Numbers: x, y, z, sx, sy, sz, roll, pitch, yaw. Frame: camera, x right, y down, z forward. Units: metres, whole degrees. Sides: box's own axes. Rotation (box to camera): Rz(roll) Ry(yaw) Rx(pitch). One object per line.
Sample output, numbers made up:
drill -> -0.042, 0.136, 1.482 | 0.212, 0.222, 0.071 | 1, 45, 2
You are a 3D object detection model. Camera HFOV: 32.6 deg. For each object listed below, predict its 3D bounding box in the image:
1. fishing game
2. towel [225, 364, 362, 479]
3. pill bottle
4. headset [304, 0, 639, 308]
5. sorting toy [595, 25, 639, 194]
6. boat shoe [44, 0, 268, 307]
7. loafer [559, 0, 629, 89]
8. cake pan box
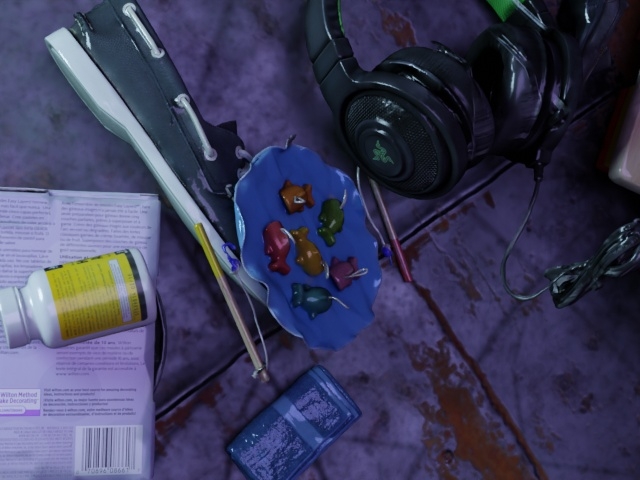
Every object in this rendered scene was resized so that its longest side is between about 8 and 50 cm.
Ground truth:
fishing game -> 0.000, 0.000, 0.941 | 0.264, 0.041, 0.189 | -22, 93, -53
towel -> -0.024, 0.174, 0.997 | 0.119, 0.029, 0.067 | -41, 98, -15
pill bottle -> -0.193, 0.049, 0.866 | 0.116, 0.065, 0.065 | -14, 91, -19
headset -> 0.146, -0.127, 0.972 | 0.243, 0.185, 0.394 | -19, 78, -28
sorting toy -> 0.423, -0.131, 1.120 | 0.255, 0.089, 0.257 | 22, 80, -15
boat shoe -> -0.110, -0.078, 0.943 | 0.091, 0.114, 0.302 | -38, 99, -10
loafer -> 0.264, -0.185, 1.092 | 0.061, 0.062, 0.170 | 24, 81, -19
cake pan box -> -0.259, 0.079, 0.913 | 0.267, 0.070, 0.245 | 1, 89, -17
